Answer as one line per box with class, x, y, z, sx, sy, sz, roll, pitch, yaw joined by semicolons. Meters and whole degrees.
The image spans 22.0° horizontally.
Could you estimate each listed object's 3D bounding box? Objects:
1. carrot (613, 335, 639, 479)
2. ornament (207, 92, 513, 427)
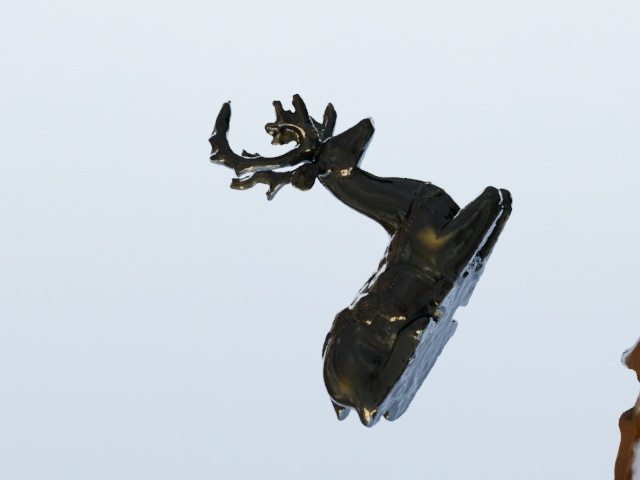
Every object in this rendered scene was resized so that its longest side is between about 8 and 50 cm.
carrot;0.284;0.089;0.552;0.340;0.224;0.224;15;-125;0
ornament;0.000;0.000;1.197;0.236;0.080;0.202;33;-80;24
